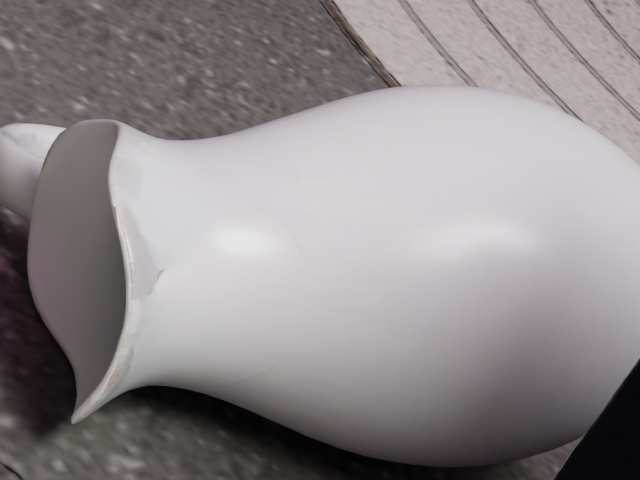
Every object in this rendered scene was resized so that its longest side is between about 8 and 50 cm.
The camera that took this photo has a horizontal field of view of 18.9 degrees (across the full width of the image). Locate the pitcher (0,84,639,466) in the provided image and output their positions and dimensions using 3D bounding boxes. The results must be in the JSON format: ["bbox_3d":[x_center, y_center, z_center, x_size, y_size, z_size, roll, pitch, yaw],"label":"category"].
[{"bbox_3d":[0.000,0.000,0.640,0.207,0.125,0.178,3,22,-27],"label":"pitcher"}]

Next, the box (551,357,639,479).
[{"bbox_3d":[0.299,0.228,0.352,0.471,0.297,0.480,23,27,-15],"label":"box"}]
